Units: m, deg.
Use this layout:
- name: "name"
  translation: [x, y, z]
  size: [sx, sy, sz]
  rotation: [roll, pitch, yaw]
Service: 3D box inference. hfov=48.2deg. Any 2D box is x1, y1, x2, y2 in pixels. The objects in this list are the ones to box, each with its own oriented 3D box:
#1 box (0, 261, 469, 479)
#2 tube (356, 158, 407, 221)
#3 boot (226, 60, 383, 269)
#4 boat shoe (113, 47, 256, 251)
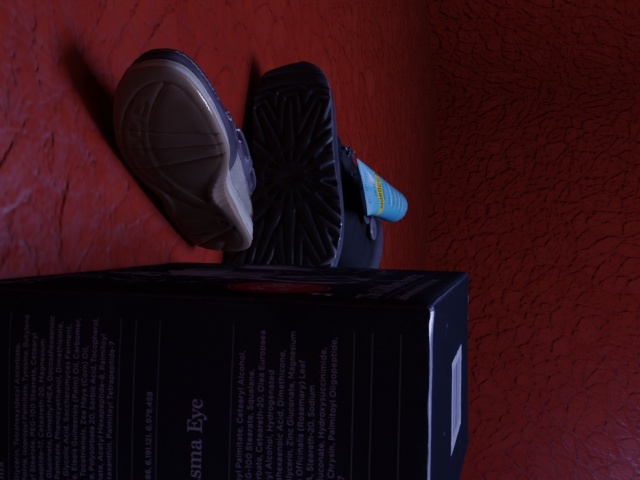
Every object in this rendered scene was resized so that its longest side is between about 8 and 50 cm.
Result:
- name: "box"
  translation: [-0.046, 0.114, 0.582]
  size: [0.343, 0.313, 0.178]
  rotation: [-2, 92, -75]
- name: "tube"
  translation: [0.086, -0.065, 1.080]
  size: [0.207, 0.052, 0.080]
  rotation: [15, 59, -72]
- name: "boot"
  translation: [0.001, -0.002, 1.113]
  size: [0.445, 0.146, 0.366]
  rotation: [64, 32, -68]
- name: "boat shoe"
  translation: [-0.123, -0.090, 0.707]
  size: [0.285, 0.103, 0.092]
  rotation: [73, 18, -58]
